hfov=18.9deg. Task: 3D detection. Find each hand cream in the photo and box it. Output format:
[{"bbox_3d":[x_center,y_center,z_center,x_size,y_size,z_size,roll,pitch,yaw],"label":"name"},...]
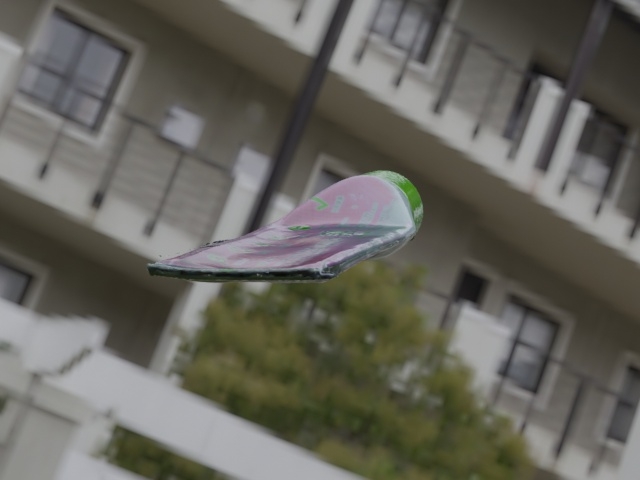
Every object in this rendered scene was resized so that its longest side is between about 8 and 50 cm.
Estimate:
[{"bbox_3d":[0.000,-0.001,0.996,0.079,0.050,0.275,-27,-1,18],"label":"hand cream"}]
